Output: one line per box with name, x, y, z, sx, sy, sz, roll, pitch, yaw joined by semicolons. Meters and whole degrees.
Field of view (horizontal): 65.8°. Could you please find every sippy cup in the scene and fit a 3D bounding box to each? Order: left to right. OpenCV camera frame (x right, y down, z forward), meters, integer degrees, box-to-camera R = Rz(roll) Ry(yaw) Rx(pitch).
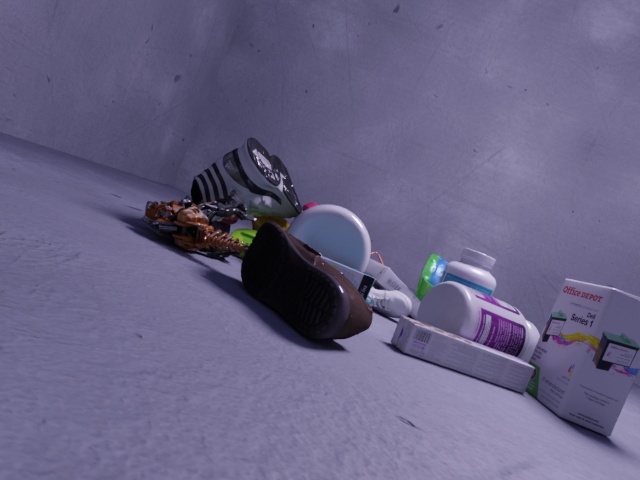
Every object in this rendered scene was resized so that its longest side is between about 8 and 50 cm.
sippy cup;0.488;0.194;1.848;0.223;0.240;0.305;19;41;21

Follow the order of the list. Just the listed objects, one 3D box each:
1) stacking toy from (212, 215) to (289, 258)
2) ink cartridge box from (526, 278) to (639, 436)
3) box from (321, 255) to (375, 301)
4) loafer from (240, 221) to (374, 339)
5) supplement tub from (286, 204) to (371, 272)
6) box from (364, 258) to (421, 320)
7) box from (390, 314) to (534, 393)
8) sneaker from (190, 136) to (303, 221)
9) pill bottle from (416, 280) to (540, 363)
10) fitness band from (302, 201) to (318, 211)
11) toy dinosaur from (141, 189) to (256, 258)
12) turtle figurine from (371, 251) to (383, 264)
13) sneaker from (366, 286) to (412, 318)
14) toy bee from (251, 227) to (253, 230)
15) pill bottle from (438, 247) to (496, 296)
stacking toy;-0.265;-0.003;1.479;0.308;0.131;0.280;19;28;-8
ink cartridge box;0.567;0.234;1.055;0.117;0.279;0.201;23;1;-1
box;0.004;0.091;1.232;0.244;0.101;0.060;23;1;-1
loafer;-0.034;0.082;0.902;0.130;0.134;0.366;26;9;-36
supplement tub;0.017;0.018;1.442;0.235;0.236;0.325;22;2;0
box;0.207;0.147;1.641;0.232;0.058;0.322;45;-5;-20
box;0.300;0.240;1.035;0.323;0.067;0.063;21;2;-19
sneaker;-0.221;-0.133;1.421;0.447;0.257;0.169;39;28;-71
pill bottle;0.394;0.218;1.207;0.301;0.170;0.169;22;2;-29
fitness band;0.000;0.000;1.789;0.209;0.054;0.291;-126;-162;-52
toy dinosaur;-0.277;-0.021;1.137;0.218;0.165;0.322;-1;38;-48
turtle figurine;0.138;0.105;1.926;0.217;0.087;0.270;6;38;6
sneaker;0.155;0.172;1.407;0.212;0.080;0.094;15;8;42
toy bee;-0.107;-0.006;1.718;0.298;0.162;0.195;19;6;-21
pill bottle;0.391;0.158;1.372;0.146;0.264;0.146;22;2;-1
